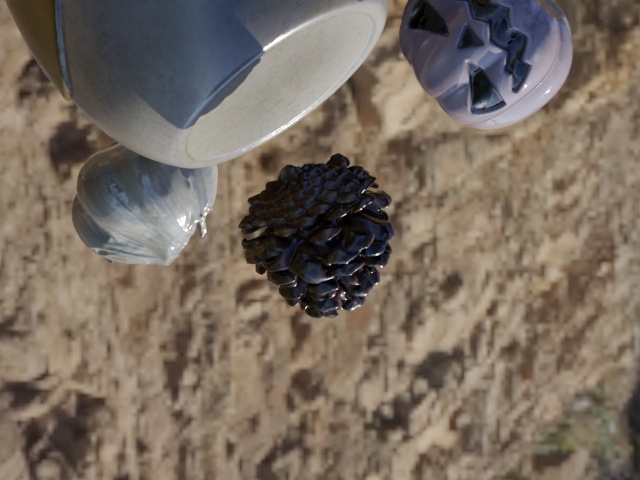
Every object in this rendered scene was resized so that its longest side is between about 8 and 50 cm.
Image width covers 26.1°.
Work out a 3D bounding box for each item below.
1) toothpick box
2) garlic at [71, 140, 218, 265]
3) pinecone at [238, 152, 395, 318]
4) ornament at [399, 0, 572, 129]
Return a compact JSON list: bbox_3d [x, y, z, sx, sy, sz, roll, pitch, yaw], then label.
[{"bbox_3d":[-0.161,-0.329,1.543,0.425,0.409,0.409,55,9,11],"label":"toothpick box"},{"bbox_3d":[-0.249,-0.063,1.876,0.178,0.229,0.143,54,15,16],"label":"garlic"},{"bbox_3d":[0.000,0.000,1.398,0.173,0.173,0.174,-2,90,-76],"label":"pinecone"},{"bbox_3d":[0.160,-0.196,1.383,0.177,0.177,0.177,-2,90,-76],"label":"ornament"}]
